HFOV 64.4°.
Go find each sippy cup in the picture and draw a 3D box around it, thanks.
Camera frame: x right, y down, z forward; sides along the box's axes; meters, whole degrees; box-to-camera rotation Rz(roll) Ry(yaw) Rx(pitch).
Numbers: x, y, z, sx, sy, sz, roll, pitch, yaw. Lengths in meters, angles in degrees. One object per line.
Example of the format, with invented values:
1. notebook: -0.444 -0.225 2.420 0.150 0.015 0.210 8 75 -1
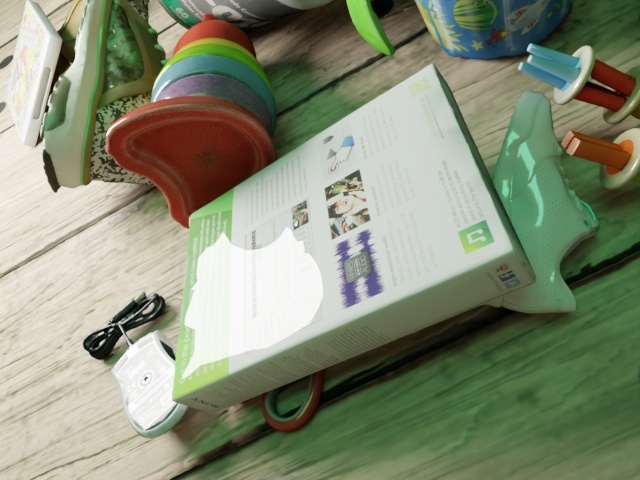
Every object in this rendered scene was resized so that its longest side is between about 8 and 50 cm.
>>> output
1. sippy cup: 0.178 -0.330 0.541 0.305 0.224 0.240 -11 55 20

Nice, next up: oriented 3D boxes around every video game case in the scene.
1. video game case: -0.546 -0.319 0.957 0.227 0.026 0.206 47 118 39

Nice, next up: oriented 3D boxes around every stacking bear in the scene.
1. stacking bear: -0.139 -0.186 0.658 0.164 0.175 0.289 -22 45 15

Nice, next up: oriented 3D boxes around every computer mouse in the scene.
1. computer mouse: -0.185 0.137 0.540 0.106 0.042 0.193 -40 45 -8

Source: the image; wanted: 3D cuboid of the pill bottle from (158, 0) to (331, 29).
1. pill bottle: -0.073 -0.406 0.681 0.361 0.204 0.204 11 64 48

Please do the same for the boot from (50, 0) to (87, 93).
1. boot: -0.413 -0.339 0.935 0.236 0.089 0.269 -50 50 6

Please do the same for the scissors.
1. scissors: 0.025 0.054 0.499 0.297 0.021 0.109 -49 50 -7

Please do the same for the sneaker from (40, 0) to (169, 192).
1. sneaker: -0.274 -0.239 0.770 0.158 0.182 0.411 138 141 -59

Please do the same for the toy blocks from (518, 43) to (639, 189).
1. toy blocks: 0.237 -0.104 0.429 0.148 0.054 0.123 20 65 -2

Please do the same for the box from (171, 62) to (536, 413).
1. box: 0.000 0.000 0.476 0.322 0.058 0.232 -26 46 22

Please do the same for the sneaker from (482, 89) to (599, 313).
1. sneaker: 0.197 -0.035 0.448 0.094 0.080 0.212 10 70 17
